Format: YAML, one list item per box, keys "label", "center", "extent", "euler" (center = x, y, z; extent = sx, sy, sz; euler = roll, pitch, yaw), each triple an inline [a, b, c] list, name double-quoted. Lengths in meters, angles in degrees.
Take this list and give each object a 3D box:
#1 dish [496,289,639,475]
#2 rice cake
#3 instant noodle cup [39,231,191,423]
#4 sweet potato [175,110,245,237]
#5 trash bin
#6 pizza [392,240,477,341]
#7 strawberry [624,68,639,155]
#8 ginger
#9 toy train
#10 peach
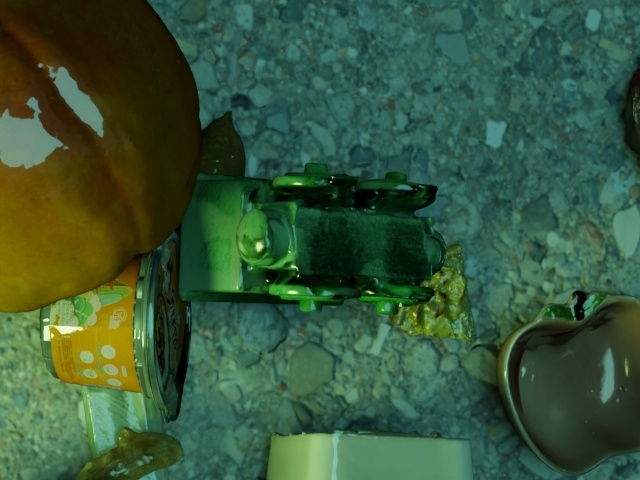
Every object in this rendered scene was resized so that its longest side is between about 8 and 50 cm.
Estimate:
- label: "dish"
  center: [0.284, 0.151, 1.853]
  extent: [0.213, 0.090, 0.213]
  euler: [0, 91, -19]
- label: "rice cake"
  center: [-0.194, 0.250, 1.716]
  extent: [0.080, 0.042, 0.221]
  euler: [-8, 90, -23]
- label: "instant noodle cup"
  center: [-0.207, 0.079, 1.655]
  extent: [0.125, 0.177, 0.208]
  euler: [1, 90, 8]
- label: "sweet potato"
  center: [-0.125, -0.035, 1.736]
  extent: [0.068, 0.068, 0.226]
  euler: [20, 83, -17]
- label: "trash bin"
  center: [0.052, 0.377, 1.675]
  extent: [0.256, 0.296, 0.367]
  euler: [5, 81, -17]
- label: "pizza"
  center: [0.144, 0.071, 1.842]
  extent: [0.108, 0.026, 0.123]
  euler: [43, 76, -15]
- label: "strawberry"
  center: [0.520, -0.164, 1.910]
  extent: [0.336, 0.149, 0.265]
  euler: [-38, 98, -17]
- label: "ginger"
  center: [-0.203, 0.232, 1.671]
  extent: [0.137, 0.057, 0.044]
  euler: [-32, 141, -25]
- label: "toy train"
  center: [0.000, 0.000, 1.669]
  extent: [0.266, 0.202, 0.145]
  euler: [5, 86, -44]
- label: "peach"
  center: [-0.287, -0.109, 1.550]
  extent: [0.343, 0.343, 0.301]
  euler: [-34, 116, -16]
